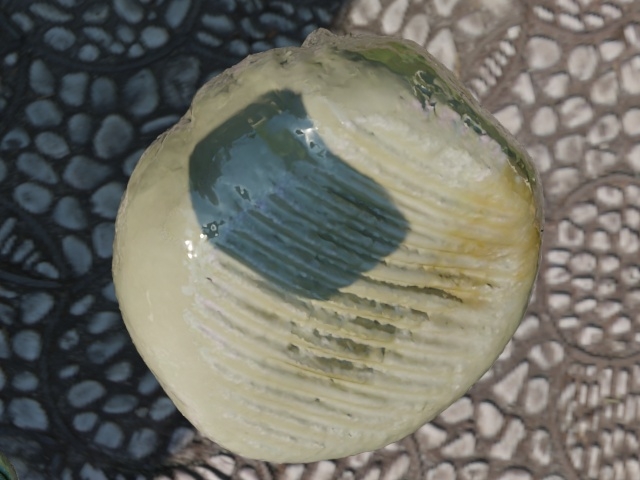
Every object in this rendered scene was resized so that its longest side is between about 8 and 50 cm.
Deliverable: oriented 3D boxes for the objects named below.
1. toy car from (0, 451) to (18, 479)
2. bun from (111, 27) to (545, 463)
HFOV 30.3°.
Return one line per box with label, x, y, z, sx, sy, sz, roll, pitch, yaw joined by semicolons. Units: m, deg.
toy car;-0.171;0.201;0.527;0.076;0.090;0.224;29;50;-43
bun;0.000;0.000;0.973;0.365;0.219;0.365;-9;124;-14
